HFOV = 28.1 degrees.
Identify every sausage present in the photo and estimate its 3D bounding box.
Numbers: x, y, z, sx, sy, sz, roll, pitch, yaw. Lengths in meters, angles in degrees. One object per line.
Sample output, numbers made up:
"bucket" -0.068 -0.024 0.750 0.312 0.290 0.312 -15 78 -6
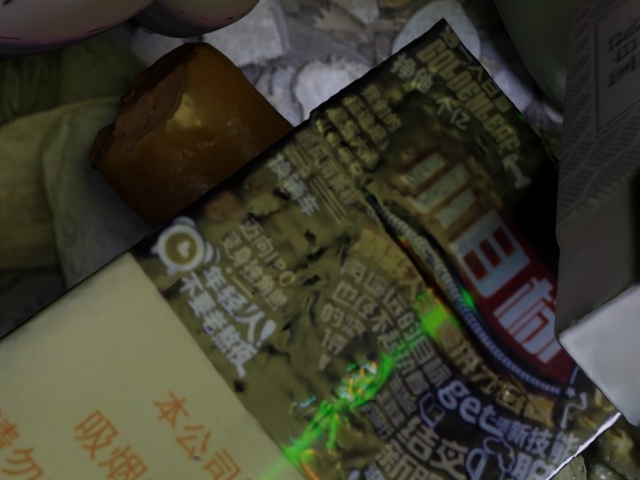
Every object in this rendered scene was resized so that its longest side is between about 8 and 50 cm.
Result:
"sausage" -0.001 0.002 0.714 0.271 0.109 0.108 35 67 -20

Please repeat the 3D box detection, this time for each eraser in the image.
"eraser" 0.178 -0.044 0.606 0.098 0.096 0.404 47 26 -11

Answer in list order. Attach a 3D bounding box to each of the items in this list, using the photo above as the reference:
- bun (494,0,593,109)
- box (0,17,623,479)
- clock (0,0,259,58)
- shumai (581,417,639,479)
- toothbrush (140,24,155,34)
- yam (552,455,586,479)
"bun" 0.253 -0.207 0.860 0.283 0.179 0.283 4 83 -29
"box" -0.004 0.066 0.581 0.310 0.084 0.198 -38 89 -22
"clock" -0.165 -0.245 0.620 0.296 0.113 0.322 -16 99 -26
"shumai" 0.221 0.062 0.792 0.189 0.218 0.255 11 78 -40
"toothbrush" -0.036 -0.218 0.773 0.024 0.018 0.257 40 65 -19
"yam" 0.086 0.243 0.700 0.168 0.168 0.304 -6 81 -33
